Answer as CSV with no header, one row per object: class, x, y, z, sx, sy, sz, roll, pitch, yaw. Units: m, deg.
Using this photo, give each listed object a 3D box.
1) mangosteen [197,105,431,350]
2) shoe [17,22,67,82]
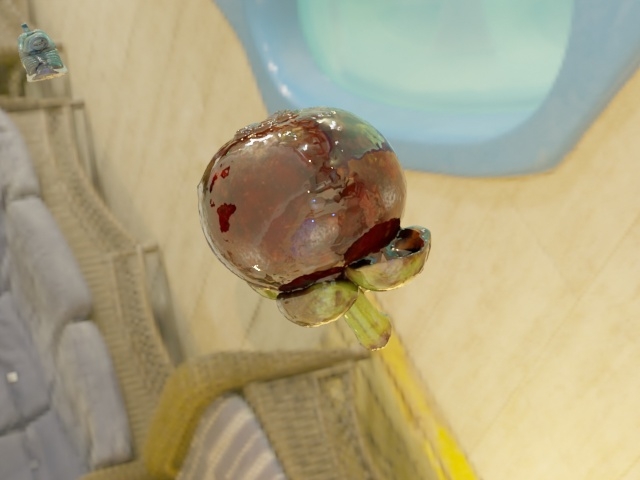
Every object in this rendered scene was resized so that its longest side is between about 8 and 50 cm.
mangosteen,-0.010,-0.003,0.839,0.156,0.146,0.181,2,98,58
shoe,-0.430,-0.285,1.823,0.143,0.064,0.071,-127,22,-57
